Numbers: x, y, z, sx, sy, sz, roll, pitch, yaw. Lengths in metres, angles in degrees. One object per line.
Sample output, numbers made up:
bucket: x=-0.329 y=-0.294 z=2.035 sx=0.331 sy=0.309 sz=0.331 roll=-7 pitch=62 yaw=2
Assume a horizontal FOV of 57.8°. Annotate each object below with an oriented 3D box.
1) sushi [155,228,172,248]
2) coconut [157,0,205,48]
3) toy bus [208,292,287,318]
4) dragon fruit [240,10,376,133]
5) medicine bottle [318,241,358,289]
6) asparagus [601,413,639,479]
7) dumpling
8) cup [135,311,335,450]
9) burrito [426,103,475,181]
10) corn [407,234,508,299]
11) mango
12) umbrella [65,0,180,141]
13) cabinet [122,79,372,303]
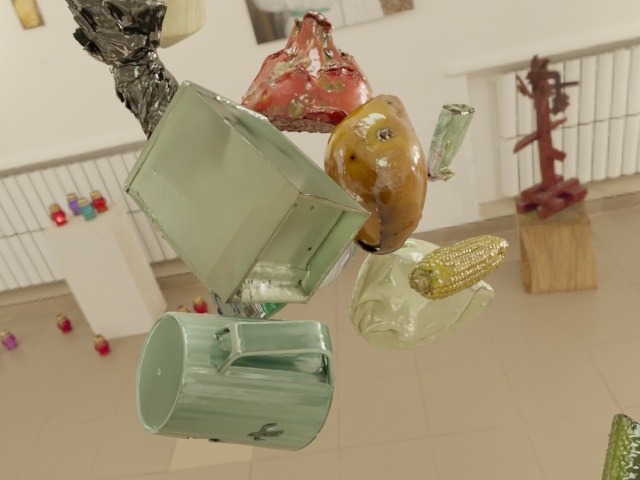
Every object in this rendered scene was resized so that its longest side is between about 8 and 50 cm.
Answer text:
sushi: x=-0.309 y=-0.049 z=1.302 sx=0.161 sy=0.108 sz=0.241 roll=11 pitch=28 yaw=1
coconut: x=-0.420 y=-0.632 z=1.515 sx=0.237 sy=0.266 sz=0.237 roll=4 pitch=38 yaw=-3
toy bus: x=-0.198 y=0.153 z=1.778 sx=0.199 sy=0.184 sz=0.343 roll=-30 pitch=-1 yaw=-28
dragon fruit: x=-0.030 y=-0.283 z=0.979 sx=0.261 sy=0.212 sz=0.134 roll=5 pitch=-7 yaw=22
medicine bottle: x=0.000 y=0.000 z=1.038 sx=0.135 sy=0.135 sz=0.168 roll=-3 pitch=23 yaw=19
asparagus: x=0.577 y=0.521 z=1.088 sx=0.128 sy=0.108 sz=0.382 roll=19 pitch=58 yaw=17
dumpling: x=0.235 y=0.154 z=1.456 sx=0.394 sy=0.316 sz=0.233 roll=12 pitch=33 yaw=-26
cup: x=-0.175 y=0.286 z=1.339 sx=0.392 sy=0.401 sz=0.310 roll=16 pitch=20 yaw=-36
burrito: x=0.354 y=-0.274 z=1.637 sx=0.089 sy=0.229 sz=0.144 roll=33 pitch=32 yaw=29
corn: x=0.277 y=0.050 z=1.149 sx=0.261 sy=0.097 sz=0.097 roll=-18 pitch=27 yaw=-33
mango: x=0.081 y=-0.076 z=0.836 sx=0.136 sy=0.236 sz=0.166 roll=-17 pitch=54 yaw=-7
umbrella: x=-0.264 y=-0.269 z=0.901 sx=0.154 sy=0.337 sz=0.128 roll=-23 pitch=20 yaw=28
cabinet: x=-0.084 y=-0.043 z=0.645 sx=0.206 sy=0.150 sz=0.145 roll=45 pitch=17 yaw=28
